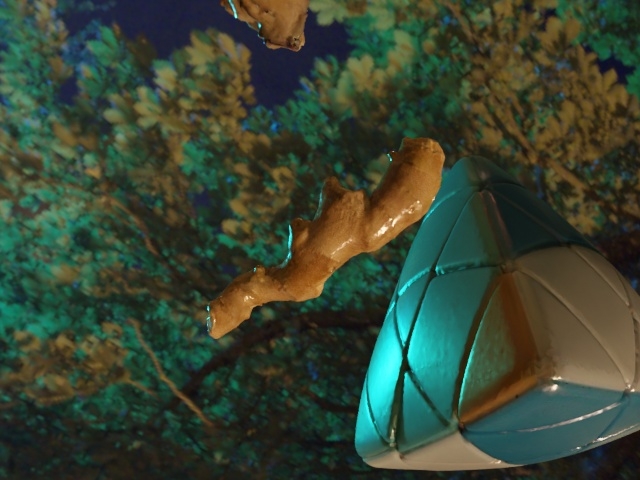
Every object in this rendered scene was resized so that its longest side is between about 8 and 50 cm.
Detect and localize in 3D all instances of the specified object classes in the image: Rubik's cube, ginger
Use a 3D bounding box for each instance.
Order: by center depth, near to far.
[{"bbox_3d":[0.103,0.088,0.628,0.254,0.254,0.254,-22,-131,27],"label":"Rubik's cube"},{"bbox_3d":[0.000,0.000,0.896,0.288,0.089,0.075,-34,-171,17],"label":"ginger"}]

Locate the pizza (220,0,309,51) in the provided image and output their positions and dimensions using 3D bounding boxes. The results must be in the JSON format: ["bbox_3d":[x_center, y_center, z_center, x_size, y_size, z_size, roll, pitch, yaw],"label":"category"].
[{"bbox_3d":[-0.049,-0.212,0.609,0.185,0.052,0.195,-21,-90,11],"label":"pizza"}]
